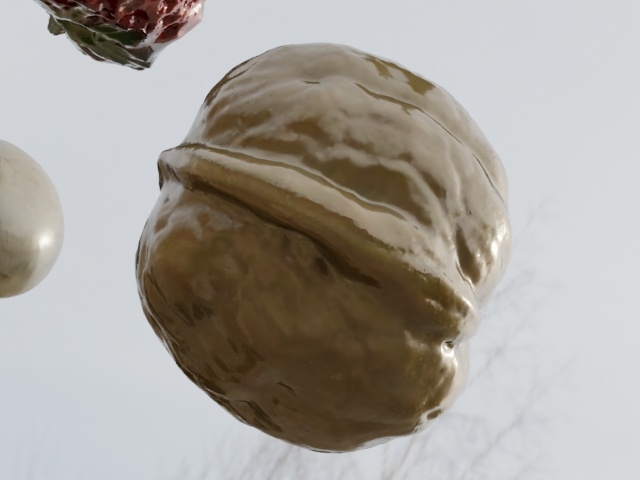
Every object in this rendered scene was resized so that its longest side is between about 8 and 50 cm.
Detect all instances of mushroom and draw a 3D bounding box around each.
[{"bbox_3d":[-0.409,-0.018,1.692,0.206,0.209,0.206,55,0,0],"label":"mushroom"}]

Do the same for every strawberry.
[{"bbox_3d":[-0.223,-0.370,1.610,0.291,0.310,0.292,17,-8,3],"label":"strawberry"}]

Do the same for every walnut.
[{"bbox_3d":[0.000,0.000,1.093,0.285,0.296,0.285,26,-11,6],"label":"walnut"}]
